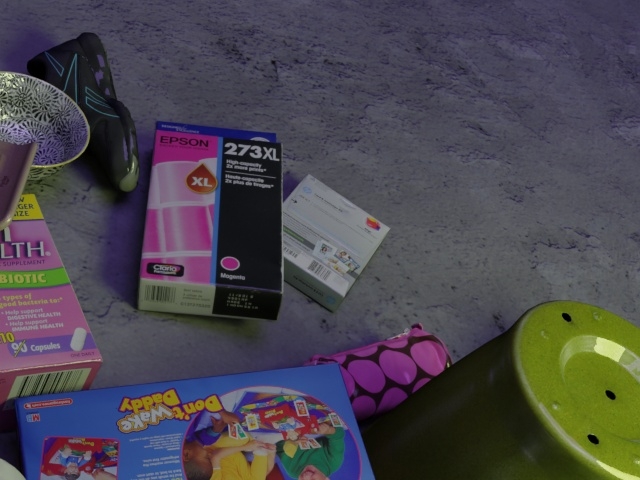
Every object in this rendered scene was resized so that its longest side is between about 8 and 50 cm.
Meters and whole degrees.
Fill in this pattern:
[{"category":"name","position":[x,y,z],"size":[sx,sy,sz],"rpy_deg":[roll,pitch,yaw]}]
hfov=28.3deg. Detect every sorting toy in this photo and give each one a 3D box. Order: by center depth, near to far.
[{"category":"sorting toy","position":[-0.423,-0.072,1.368],"size":[0.208,0.038,0.193],"rpy_deg":[10,29,-8]}]

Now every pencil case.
[{"category":"pencil case","position":[0.065,0.168,1.570],"size":[0.209,0.095,0.098],"rpy_deg":[-11,90,-43]}]

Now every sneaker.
[{"category":"sneaker","position":[-0.312,-0.162,1.686],"size":[0.106,0.101,0.267],"rpy_deg":[-14,54,-18]}]

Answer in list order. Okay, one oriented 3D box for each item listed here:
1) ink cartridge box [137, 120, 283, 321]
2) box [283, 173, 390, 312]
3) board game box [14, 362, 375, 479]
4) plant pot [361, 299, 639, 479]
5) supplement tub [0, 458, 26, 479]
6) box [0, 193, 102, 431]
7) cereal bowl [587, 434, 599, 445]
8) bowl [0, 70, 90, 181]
[{"category":"ink cartridge box","position":[-0.138,-0.051,1.660],"size":[0.175,0.069,0.371],"rpy_deg":[5,41,-7]},{"category":"box","position":[0.000,0.000,1.745],"size":[0.145,0.038,0.186],"rpy_deg":[33,39,2]},{"category":"board game box","position":[-0.122,0.254,1.283],"size":[0.347,0.078,0.233],"rpy_deg":[-4,47,-16]},{"category":"plant pot","position":[0.221,0.259,1.367],"size":[0.366,0.353,0.366],"rpy_deg":[18,41,-16]},{"category":"supplement tub","position":[-0.322,0.346,1.010],"size":[0.228,0.228,0.316],"rpy_deg":[10,44,-25]},{"category":"box","position":[-0.381,0.078,1.345],"size":[0.213,0.117,0.243],"rpy_deg":[-3,50,-36]},{"category":"cereal bowl","position":[0.405,0.261,1.608],"size":[0.339,0.141,0.339],"rpy_deg":[45,9,-9]},{"category":"bowl","position":[-0.383,-0.127,1.590],"size":[0.170,0.080,0.170],"rpy_deg":[19,41,-17]}]
